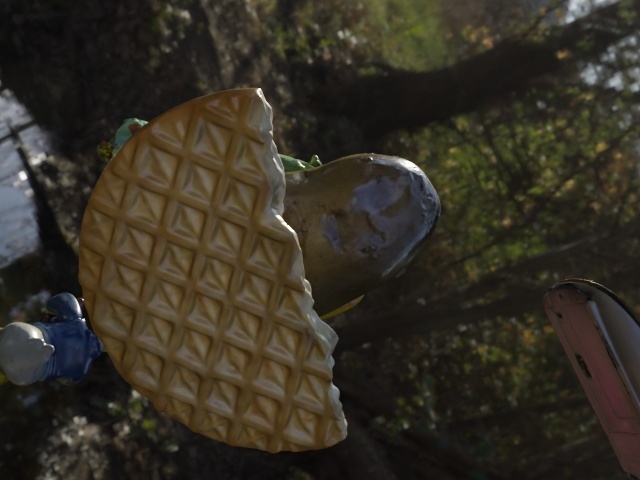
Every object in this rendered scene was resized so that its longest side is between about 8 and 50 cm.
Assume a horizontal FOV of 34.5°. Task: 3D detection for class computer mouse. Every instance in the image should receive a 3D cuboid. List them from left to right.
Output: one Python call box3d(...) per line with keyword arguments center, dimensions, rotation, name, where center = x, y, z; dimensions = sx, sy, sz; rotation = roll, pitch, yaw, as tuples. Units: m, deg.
box3d(center=(0.402, 0.185, 1.362), dimensions=(0.310, 0.072, 0.158), rotation=(63, -18, -1), name="computer mouse")

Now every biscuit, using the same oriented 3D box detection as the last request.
box3d(center=(-0.098, 0.042, 0.837), dimensions=(0.040, 0.204, 0.309), rotation=(-58, 137, -67), name="biscuit")

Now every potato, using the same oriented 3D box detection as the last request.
box3d(center=(0.000, 0.000, 1.088), dimensions=(0.165, 0.262, 0.165), rotation=(164, -90, -90), name="potato")

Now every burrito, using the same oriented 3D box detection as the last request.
box3d(center=(-0.121, -0.107, 1.257), dimensions=(0.054, 0.288, 0.104), rotation=(104, 0, -70), name="burrito")

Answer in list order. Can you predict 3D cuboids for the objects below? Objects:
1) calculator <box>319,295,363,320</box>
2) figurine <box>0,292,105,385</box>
box3d(center=(-0.040, 0.083, 1.686), dimensions=(0.032, 0.235, 0.146), rotation=(-98, 178, -48), name="calculator")
box3d(center=(-0.373, 0.177, 1.581), dimensions=(0.283, 0.338, 0.205), rotation=(-34, 125, -89), name="figurine")
